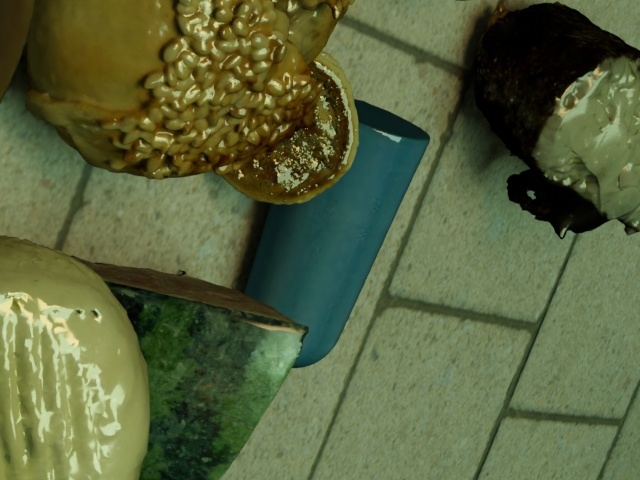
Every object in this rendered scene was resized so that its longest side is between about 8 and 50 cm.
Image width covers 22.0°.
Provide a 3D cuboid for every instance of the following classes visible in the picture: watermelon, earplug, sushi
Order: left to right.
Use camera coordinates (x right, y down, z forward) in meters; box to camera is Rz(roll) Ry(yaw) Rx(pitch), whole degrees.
[{"bbox_3d":[-0.128,0.126,1.430,0.293,0.250,0.283,-23,134,-41],"label":"watermelon"},{"bbox_3d":[0.000,0.000,1.629,0.132,0.132,0.273,1,113,-54],"label":"earplug"},{"bbox_3d":[0.297,-0.132,1.880,0.348,0.207,0.234,25,102,-51],"label":"sushi"}]

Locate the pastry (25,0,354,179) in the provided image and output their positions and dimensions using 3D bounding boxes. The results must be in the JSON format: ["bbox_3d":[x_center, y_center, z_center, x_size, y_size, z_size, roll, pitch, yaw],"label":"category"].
[{"bbox_3d":[-0.089,-0.186,1.331,0.315,0.184,0.284,-54,144,-15],"label":"pastry"}]

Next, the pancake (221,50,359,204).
[{"bbox_3d":[-0.036,-0.107,1.515,0.158,0.028,0.158,-2,111,-7],"label":"pancake"}]

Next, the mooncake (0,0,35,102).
[{"bbox_3d":[-0.329,-0.171,1.045,0.284,0.156,0.284,-28,130,-40],"label":"mooncake"}]

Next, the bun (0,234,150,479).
[{"bbox_3d":[-0.307,0.144,1.205,0.360,0.211,0.359,-9,112,-22],"label":"bun"}]
